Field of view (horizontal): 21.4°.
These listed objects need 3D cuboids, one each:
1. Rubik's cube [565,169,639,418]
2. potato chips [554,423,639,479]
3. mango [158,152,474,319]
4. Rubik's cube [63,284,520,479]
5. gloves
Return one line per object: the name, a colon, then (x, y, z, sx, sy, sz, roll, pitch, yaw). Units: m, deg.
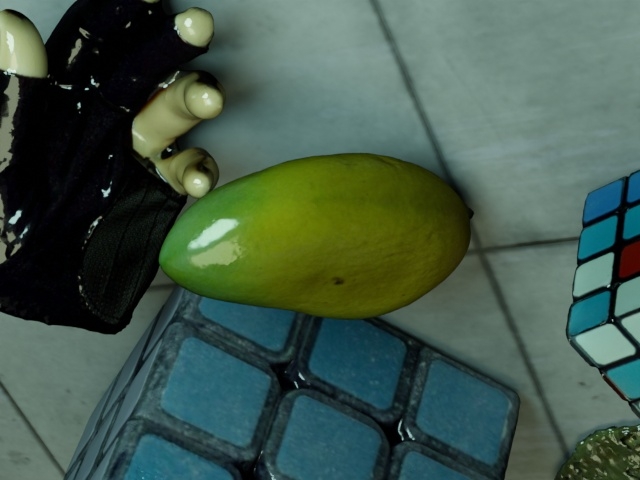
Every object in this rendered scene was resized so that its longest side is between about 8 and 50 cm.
Rubik's cube: (0.279, 0.037, 1.166, 0.154, 0.151, 0.155, -27, 120, 35)
potato chips: (0.307, 0.228, 1.419, 0.220, 0.029, 0.202, -19, 113, 30)
mango: (0.005, -0.005, 1.198, 0.237, 0.091, 0.137, 6, 133, -43)
Rubik's cube: (-0.055, 0.238, 1.370, 0.305, 0.301, 0.304, 27, 136, -11)
gloves: (-0.164, -0.074, 1.203, 0.197, 0.152, 0.301, 13, 132, -34)
